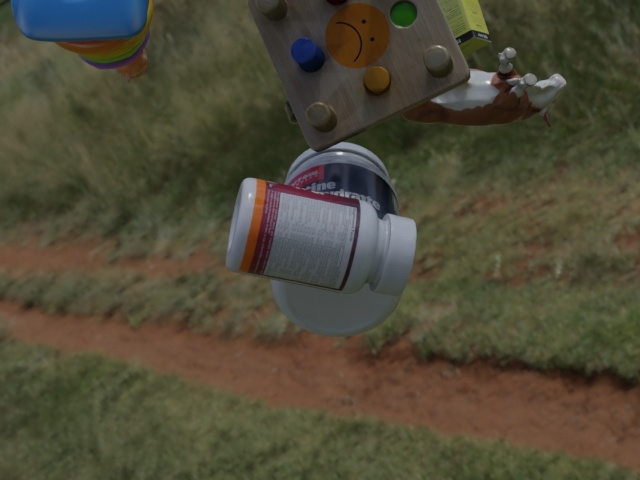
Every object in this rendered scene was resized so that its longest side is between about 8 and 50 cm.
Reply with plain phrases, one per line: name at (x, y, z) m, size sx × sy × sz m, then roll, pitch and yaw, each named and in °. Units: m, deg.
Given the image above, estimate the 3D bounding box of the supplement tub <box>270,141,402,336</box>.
supplement tub at (0.026, -0.006, 1.762) m, size 0.191 × 0.191 × 0.272 m, roll -25°, pitch 33°, yaw 18°

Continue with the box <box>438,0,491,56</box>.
box at (0.185, -0.396, 1.827) m, size 0.087 × 0.232 × 0.058 m, roll -26°, pitch -16°, yaw 34°

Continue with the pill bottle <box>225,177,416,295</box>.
pill bottle at (0.000, 0.000, 1.471) m, size 0.221 × 0.121 × 0.121 m, roll 11°, pitch 17°, yaw -9°

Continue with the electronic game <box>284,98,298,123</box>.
electronic game at (-0.015, -0.317, 2.091) m, size 0.229 × 0.048 × 0.229 m, roll -163°, pitch 90°, yaw -86°

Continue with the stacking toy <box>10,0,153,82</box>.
stacking toy at (-0.277, -0.287, 1.533) m, size 0.166 × 0.175 × 0.302 m, roll -1°, pitch -15°, yaw 4°

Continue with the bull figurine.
bull figurine at (0.287, -0.261, 2.069) m, size 0.310 × 0.101 × 0.188 m, roll -6°, pitch -22°, yaw 0°

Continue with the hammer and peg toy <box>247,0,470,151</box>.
hammer and peg toy at (0.026, -0.335, 1.696) m, size 0.266 × 0.361 × 0.127 m, roll -26°, pitch -9°, yaw 10°
